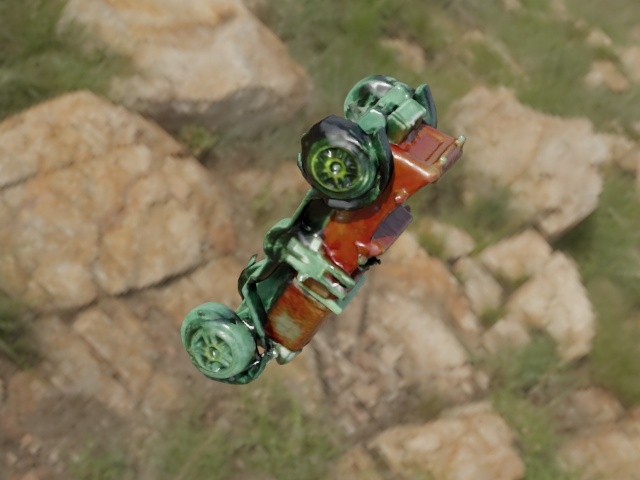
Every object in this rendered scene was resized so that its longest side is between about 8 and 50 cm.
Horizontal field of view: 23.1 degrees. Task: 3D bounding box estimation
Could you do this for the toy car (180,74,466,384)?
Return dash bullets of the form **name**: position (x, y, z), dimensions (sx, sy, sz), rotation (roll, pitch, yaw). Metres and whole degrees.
- **toy car**: position (0.000, 0.000, 0.639), dimensions (0.054, 0.143, 0.073), rotation (36, 30, 4)
